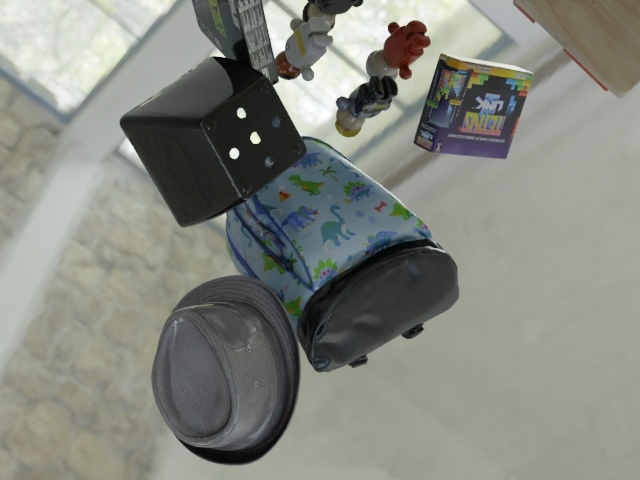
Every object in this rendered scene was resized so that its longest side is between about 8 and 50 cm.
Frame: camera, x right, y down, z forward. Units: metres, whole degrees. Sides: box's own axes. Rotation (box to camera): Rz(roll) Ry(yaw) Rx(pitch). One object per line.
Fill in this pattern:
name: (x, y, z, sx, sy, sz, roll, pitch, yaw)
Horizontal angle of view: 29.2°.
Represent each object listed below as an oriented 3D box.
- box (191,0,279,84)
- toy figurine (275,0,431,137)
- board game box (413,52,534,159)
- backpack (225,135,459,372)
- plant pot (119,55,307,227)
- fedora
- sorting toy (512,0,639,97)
box: (-0.133, -0.331, 1.742, 0.045, 0.190, 0.184, -28, -128, -13)
toy figurine: (0.043, -0.297, 1.954, 0.148, 0.213, 0.209, -35, -159, 54)
board game box: (0.229, -0.197, 1.830, 0.048, 0.170, 0.141, 30, -68, 44)
backpack: (0.000, 0.000, 1.942, 0.290, 0.273, 0.355, -24, -146, -24)
plant pot: (-0.131, -0.139, 1.716, 0.187, 0.188, 0.167, -39, -157, -26)
fedora: (-0.155, 0.183, 1.735, 0.244, 0.124, 0.275, -12, -100, 25)
sorting toy: (0.415, -0.365, 1.741, 0.255, 0.257, 0.089, -44, 171, -6)
